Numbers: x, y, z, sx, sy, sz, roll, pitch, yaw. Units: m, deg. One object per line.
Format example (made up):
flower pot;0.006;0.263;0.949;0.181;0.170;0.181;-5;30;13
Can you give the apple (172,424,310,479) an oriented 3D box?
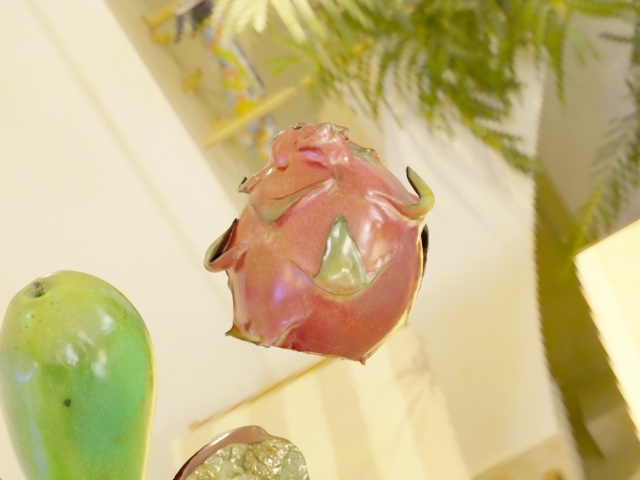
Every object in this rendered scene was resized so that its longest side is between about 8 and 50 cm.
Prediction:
apple;-0.084;0.276;1.535;0.147;0.156;0.158;-37;22;46

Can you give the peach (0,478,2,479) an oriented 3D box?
peach;-0.373;0.298;1.501;0.138;0.138;0.138;-31;8;5

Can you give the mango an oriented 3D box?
mango;-0.318;0.220;2.005;0.201;0.382;0.225;-3;18;25

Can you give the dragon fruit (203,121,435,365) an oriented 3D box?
dragon fruit;0.001;0.006;1.451;0.224;0.224;0.227;175;113;-72
